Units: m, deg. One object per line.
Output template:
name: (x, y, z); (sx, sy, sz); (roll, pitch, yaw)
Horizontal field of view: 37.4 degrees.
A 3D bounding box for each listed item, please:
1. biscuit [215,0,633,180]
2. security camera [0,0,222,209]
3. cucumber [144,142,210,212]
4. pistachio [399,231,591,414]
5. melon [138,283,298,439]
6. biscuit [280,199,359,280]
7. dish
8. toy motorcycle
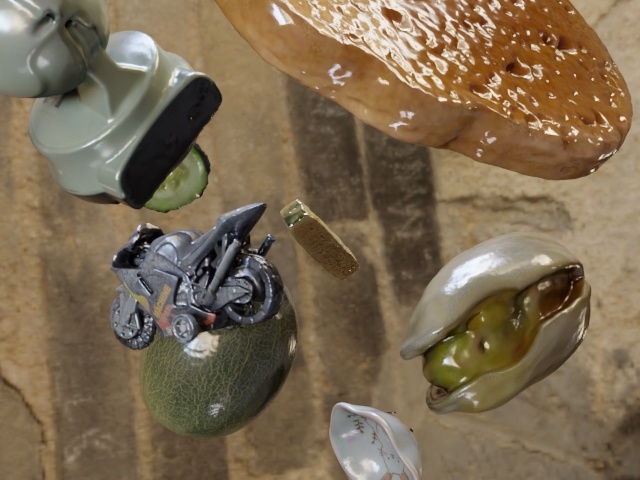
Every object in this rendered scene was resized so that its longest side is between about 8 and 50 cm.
biscuit: (0.082, -0.200, 0.820); (0.455, 0.078, 0.350); (23, -143, -20)
security camera: (-0.266, -0.184, 0.978); (0.197, 0.191, 0.277); (-55, -42, -14)
cucumber: (-0.268, -0.113, 1.531); (0.134, 0.244, 0.134); (-2, -85, -21)
pistachio: (0.197, 0.088, 1.065); (0.288, 0.197, 0.166); (-21, -101, -40)
melon: (-0.164, 0.179, 1.513); (0.237, 0.237, 0.302); (-1, -57, -56)
biscuit: (0.000, 0.000, 1.516); (0.188, 0.052, 0.056); (46, -171, -49)
dish: (0.113, 0.362, 1.627); (0.081, 0.229, 0.229); (-27, -77, -32)
toy motorcycle: (-0.181, 0.049, 1.265); (0.108, 0.307, 0.173); (-8, -96, -57)
